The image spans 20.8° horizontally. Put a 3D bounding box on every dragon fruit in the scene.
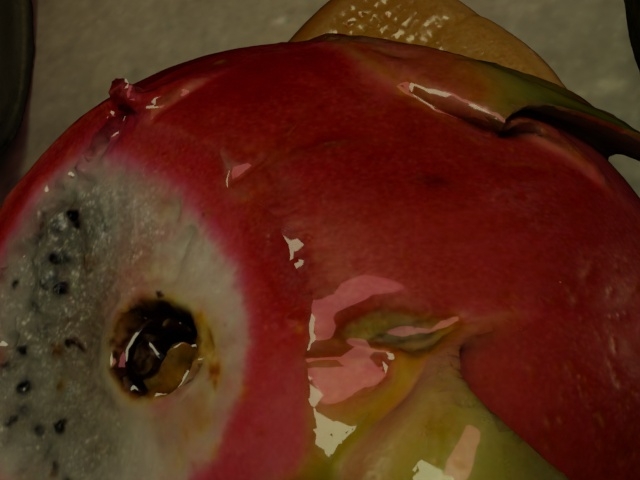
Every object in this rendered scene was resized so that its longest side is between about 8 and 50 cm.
[{"bbox_3d":[0.014,0.055,0.462,0.224,0.227,0.224,-16,67,44],"label":"dragon fruit"}]

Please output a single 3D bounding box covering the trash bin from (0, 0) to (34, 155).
[{"bbox_3d":[-0.370,-0.099,0.748,0.432,0.280,0.280,-12,53,13],"label":"trash bin"}]

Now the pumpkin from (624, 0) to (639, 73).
[{"bbox_3d":[0.242,-0.152,0.530,0.325,0.232,0.242,-13,50,12],"label":"pumpkin"}]

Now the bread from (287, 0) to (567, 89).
[{"bbox_3d":[0.000,0.000,0.630,0.200,0.077,0.116,-44,51,-11],"label":"bread"}]
